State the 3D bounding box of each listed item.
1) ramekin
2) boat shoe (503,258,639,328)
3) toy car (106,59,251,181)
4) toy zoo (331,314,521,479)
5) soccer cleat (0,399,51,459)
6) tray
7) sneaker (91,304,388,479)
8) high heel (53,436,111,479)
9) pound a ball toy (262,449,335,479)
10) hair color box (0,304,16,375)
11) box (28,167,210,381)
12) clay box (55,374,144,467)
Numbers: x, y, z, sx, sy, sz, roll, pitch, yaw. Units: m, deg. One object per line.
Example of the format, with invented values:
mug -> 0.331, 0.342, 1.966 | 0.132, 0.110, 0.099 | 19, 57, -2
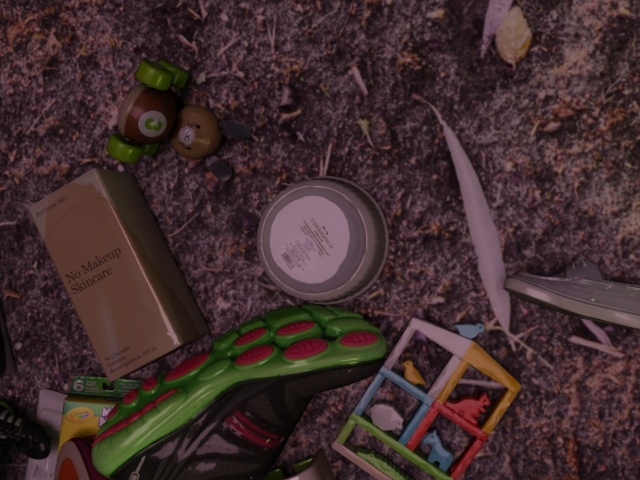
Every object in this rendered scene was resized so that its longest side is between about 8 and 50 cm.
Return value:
ramekin -> 0.000, 0.000, 0.936 | 0.207, 0.109, 0.207 | 0, 91, 11
boat shoe -> 0.384, 0.070, 0.883 | 0.227, 0.079, 0.081 | 14, 84, 6
toy car -> -0.213, -0.175, 0.970 | 0.188, 0.149, 0.155 | 28, 108, -2
toy zoo -> 0.172, 0.252, 0.942 | 0.192, 0.030, 0.293 | 33, 97, 9
soccer cleat -> -0.533, 0.328, 1.038 | 0.179, 0.072, 0.060 | 20, 97, 28
tray -> -0.459, 0.409, 1.067 | 0.145, 0.030, 0.270 | 11, 92, 12
sneaker -> -0.111, 0.257, 0.950 | 0.483, 0.185, 0.202 | -27, 112, 8
high heel -> -0.305, 0.488, 0.986 | 0.127, 0.181, 0.377 | -22, 81, 32
pound a ball toy -> -0.039, 0.521, 0.932 | 0.208, 0.136, 0.319 | -23, 85, 10
hair color box -> -0.661, 0.070, 1.026 | 0.113, 0.185, 0.374 | -15, 88, 10
box -> -0.326, 0.052, 0.993 | 0.148, 0.121, 0.311 | -30, 85, 10
clay box -> -0.370, 0.344, 1.019 | 0.127, 0.053, 0.222 | 6, 93, -10
